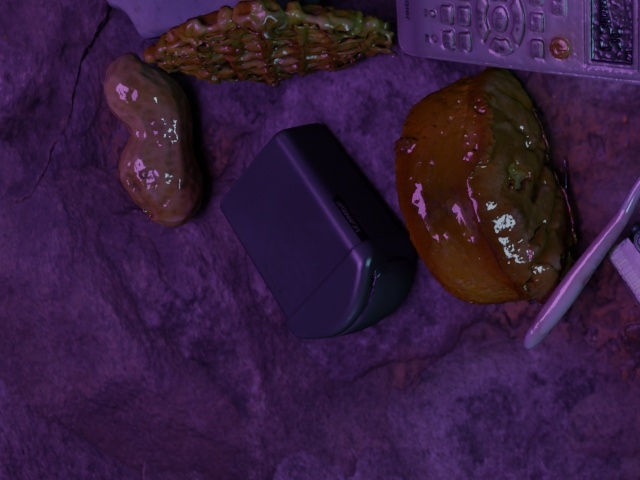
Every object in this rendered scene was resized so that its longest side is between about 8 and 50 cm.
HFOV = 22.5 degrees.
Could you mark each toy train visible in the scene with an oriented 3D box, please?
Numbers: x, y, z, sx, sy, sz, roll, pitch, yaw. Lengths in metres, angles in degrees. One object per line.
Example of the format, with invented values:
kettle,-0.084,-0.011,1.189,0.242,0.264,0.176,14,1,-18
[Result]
toy train,0.352,0.051,1.642,0.071,0.038,0.148,-42,74,40

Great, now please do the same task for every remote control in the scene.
remote control,0.213,-0.235,1.674,0.313,0.055,0.109,12,116,34

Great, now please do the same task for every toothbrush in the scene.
toothbrush,0.295,-0.003,1.640,0.307,0.025,0.029,-57,32,22

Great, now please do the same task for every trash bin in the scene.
trash bin,0.000,0.000,1.898,0.236,0.101,0.177,57,133,17

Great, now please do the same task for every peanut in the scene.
peanut,-0.210,-0.127,2.037,0.098,0.103,0.229,-5,101,30

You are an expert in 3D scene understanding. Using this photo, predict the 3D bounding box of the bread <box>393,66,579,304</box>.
bread,0.164,-0.048,1.706,0.160,0.147,0.261,-10,96,40

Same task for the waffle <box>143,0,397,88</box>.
waffle,-0.056,-0.216,1.782,0.245,0.254,0.052,-13,80,48

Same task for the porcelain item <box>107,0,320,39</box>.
porcelain item,-0.122,-0.380,1.849,0.281,0.157,0.286,-5,98,40
